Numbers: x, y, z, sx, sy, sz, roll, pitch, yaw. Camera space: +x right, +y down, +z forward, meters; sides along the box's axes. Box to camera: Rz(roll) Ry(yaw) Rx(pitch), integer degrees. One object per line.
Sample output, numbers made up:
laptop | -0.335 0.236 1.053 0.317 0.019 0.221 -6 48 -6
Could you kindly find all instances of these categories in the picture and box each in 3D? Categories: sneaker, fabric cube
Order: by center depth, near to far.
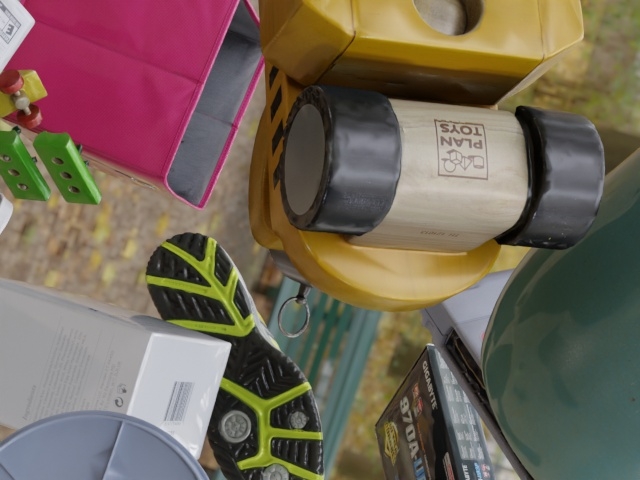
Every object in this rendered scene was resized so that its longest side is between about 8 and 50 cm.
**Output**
sneaker | -0.092 0.172 1.758 0.147 0.145 0.384 68 0 -76
fabric cube | -0.241 -0.212 1.788 0.254 0.258 0.259 51 61 -81

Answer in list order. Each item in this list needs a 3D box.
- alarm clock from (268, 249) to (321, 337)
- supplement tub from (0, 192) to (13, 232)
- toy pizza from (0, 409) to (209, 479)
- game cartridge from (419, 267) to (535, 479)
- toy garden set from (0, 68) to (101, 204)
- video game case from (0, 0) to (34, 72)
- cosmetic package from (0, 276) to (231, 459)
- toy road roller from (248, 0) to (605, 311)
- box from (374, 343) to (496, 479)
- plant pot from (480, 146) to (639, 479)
alarm clock | 0.000 0.000 1.321 0.129 0.064 0.192 26 81 -47
supplement tub | -0.612 -0.078 2.058 0.191 0.272 0.191 -38 -157 20
toy pizza | -0.164 0.218 0.970 0.032 0.201 0.201 80 29 -69
game cartridge | 0.241 0.142 1.349 0.196 0.294 0.060 -8 141 -33
toy garden set | -0.385 -0.127 1.578 0.203 0.244 0.049 70 30 -52
video game case | -0.391 -0.195 1.345 0.206 0.026 0.227 -59 151 -14
cosmetic package | -0.244 0.130 1.432 0.224 0.225 0.138 24 82 -73
toy road roller | 0.043 -0.113 0.989 0.240 0.203 0.329 143 -53 -63
box | 0.134 0.262 1.656 0.175 0.051 0.220 117 -28 -42
plant pot | 0.268 0.084 1.069 0.235 0.293 0.293 -37 -170 31
